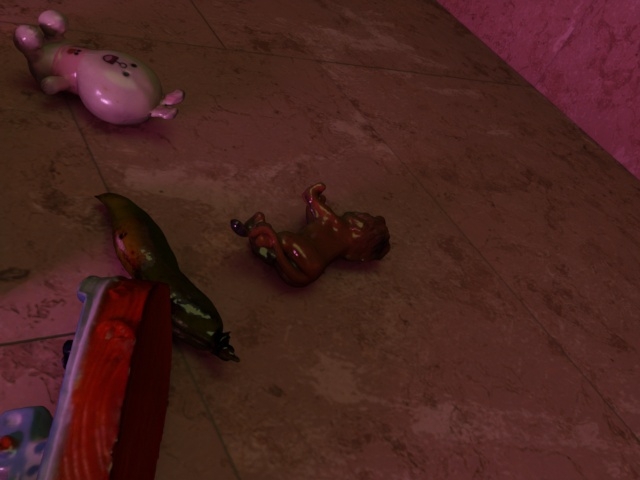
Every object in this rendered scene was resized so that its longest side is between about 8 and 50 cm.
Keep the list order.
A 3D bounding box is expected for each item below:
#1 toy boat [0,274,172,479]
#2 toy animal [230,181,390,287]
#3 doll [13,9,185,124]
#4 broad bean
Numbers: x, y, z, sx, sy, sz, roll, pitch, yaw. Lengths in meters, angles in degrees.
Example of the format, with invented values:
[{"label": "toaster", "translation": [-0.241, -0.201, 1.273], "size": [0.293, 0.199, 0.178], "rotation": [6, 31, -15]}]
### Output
[{"label": "toy boat", "translation": [-0.232, 0.151, 0.648], "size": [0.133, 0.145, 0.332], "rotation": [-5, 40, 1]}, {"label": "toy animal", "translation": [0.000, 0.000, 1.016], "size": [0.157, 0.097, 0.312], "rotation": [46, 40, 12]}, {"label": "doll", "translation": [-0.368, -0.270, 1.088], "size": [0.275, 0.113, 0.155], "rotation": [28, 44, -13]}, {"label": "broad bean", "translation": [-0.211, 0.041, 0.846], "size": [0.077, 0.061, 0.339], "rotation": [-7, 49, -49]}]
